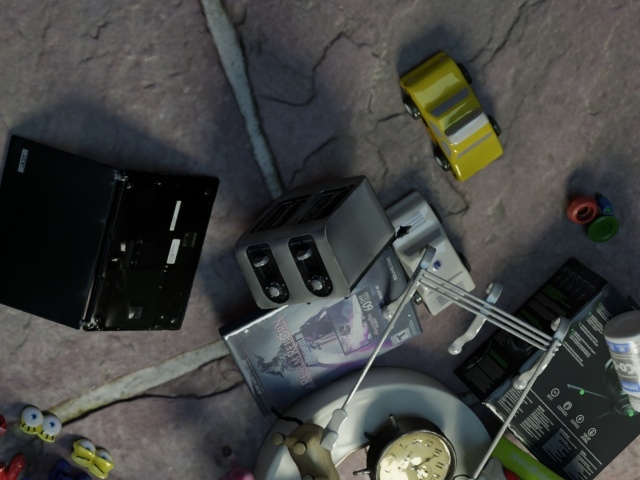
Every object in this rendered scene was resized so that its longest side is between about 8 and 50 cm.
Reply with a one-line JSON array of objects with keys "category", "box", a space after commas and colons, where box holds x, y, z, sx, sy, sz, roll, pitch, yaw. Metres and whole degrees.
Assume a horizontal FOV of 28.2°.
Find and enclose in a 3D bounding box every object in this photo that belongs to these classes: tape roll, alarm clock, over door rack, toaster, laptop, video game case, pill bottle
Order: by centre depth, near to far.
[{"category": "toaster", "box": [0.000, 0.000, 1.749, 0.186, 0.168, 0.110, -48, 120, -45]}, {"category": "laptop", "box": [-0.304, -0.005, 1.764, 0.264, 0.136, 0.234, 3, 109, -44]}, {"category": "over door rack", "box": [0.173, 0.198, 1.815, 0.239, 0.108, 0.324, 28, 95, 0]}, {"category": "video game case", "box": [0.006, 0.131, 1.856, 0.274, 0.026, 0.196, -28, 134, -7]}, {"category": "pill bottle", "box": [0.470, 0.179, 1.869, 0.078, 0.078, 0.137, -25, 111, -7]}, {"category": "alarm clock", "box": [0.149, 0.337, 1.900, 0.192, 0.064, 0.129, 30, 97, -20]}, {"category": "tape roll", "box": [0.087, 0.385, 1.972, 0.392, 0.072, 0.392, -5, 108, -14]}]

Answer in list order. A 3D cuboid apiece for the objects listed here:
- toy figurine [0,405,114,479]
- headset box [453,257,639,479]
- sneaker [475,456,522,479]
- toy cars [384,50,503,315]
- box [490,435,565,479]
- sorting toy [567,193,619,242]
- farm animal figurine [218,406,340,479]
[{"category": "toy figurine", "box": [-0.338, 0.419, 1.780, 0.362, 0.217, 0.191, 40, 93, -23]}, {"category": "headset box", "box": [0.398, 0.203, 1.969, 0.283, 0.131, 0.246, -45, 113, 1]}, {"category": "sneaker", "box": [0.291, 0.438, 1.926, 0.107, 0.118, 0.279, -49, 147, -18]}, {"category": "toy cars", "box": [0.179, -0.070, 1.841, 0.176, 0.087, 0.394, 5, 106, -17]}, {"category": "box", "box": [0.342, 0.374, 1.919, 0.042, 0.178, 0.109, -49, 140, -9]}, {"category": "sorting toy", "box": [0.416, -0.043, 1.949, 0.061, 0.042, 0.102, -42, 127, 17]}, {"category": "farm animal figurine", "box": [-0.018, 0.456, 1.828, 0.326, 0.172, 0.330, 36, 98, 19]}]
